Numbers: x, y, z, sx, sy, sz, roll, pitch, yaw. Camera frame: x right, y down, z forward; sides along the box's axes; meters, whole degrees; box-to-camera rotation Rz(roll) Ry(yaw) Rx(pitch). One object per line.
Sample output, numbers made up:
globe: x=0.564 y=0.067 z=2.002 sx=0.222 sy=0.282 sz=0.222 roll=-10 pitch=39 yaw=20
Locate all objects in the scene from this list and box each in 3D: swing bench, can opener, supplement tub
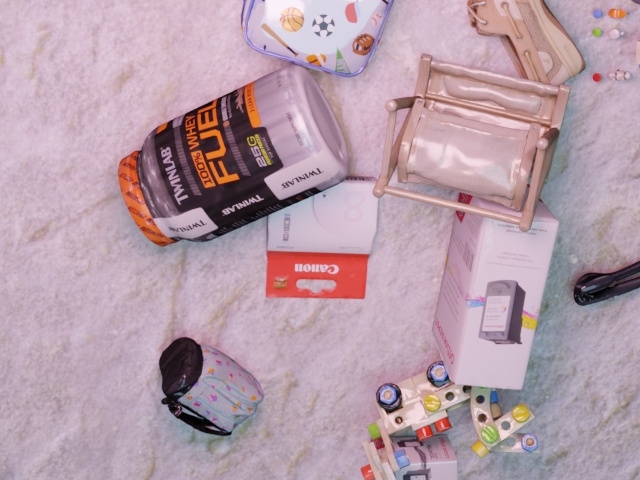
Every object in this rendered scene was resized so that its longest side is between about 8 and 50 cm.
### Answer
swing bench: x=0.244 y=-0.163 z=1.748 sx=0.253 sy=0.255 sz=0.165 roll=15 pitch=121 yaw=13
can opener: x=0.543 y=0.075 z=1.980 sx=0.186 sy=0.073 sz=0.059 roll=-15 pitch=101 yaw=-9
supplement tub: x=-0.140 y=-0.127 z=1.765 sx=0.338 sy=0.207 sz=0.207 roll=-24 pitch=109 yaw=14

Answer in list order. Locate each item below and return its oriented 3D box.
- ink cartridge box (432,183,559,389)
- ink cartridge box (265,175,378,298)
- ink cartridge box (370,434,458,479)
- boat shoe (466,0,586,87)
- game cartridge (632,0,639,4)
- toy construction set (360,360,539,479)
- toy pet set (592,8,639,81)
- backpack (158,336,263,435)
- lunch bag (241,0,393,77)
ink cartridge box: x=0.291 y=0.067 z=1.869 sx=0.131 sy=0.226 sz=0.306 roll=5 pitch=110 yaw=-6
ink cartridge box: x=0.000 y=0.000 z=1.915 sx=0.189 sy=0.066 sz=0.232 roll=2 pitch=104 yaw=-5
ink cartridge box: x=0.174 y=0.413 z=2.036 sx=0.150 sy=0.109 sz=0.063 roll=-3 pitch=107 yaw=-4
boat shoe: x=0.296 y=-0.375 z=1.775 sx=0.110 sy=0.122 sz=0.341 roll=-39 pitch=108 yaw=8
game cartridge: x=0.447 y=-0.446 z=1.723 sx=0.297 sy=0.198 sz=0.062 roll=26 pitch=105 yaw=-12
toy construction set: x=0.211 y=0.333 z=1.959 sx=0.327 sy=0.151 sz=0.215 roll=-19 pitch=70 yaw=-11
toy pet set: x=0.524 y=-0.331 z=1.852 sx=0.114 sy=0.065 sz=0.122 roll=7 pitch=108 yaw=30
backpack: x=-0.192 y=0.262 z=1.943 sx=0.115 sy=0.152 sz=0.182 roll=-40 pitch=119 yaw=19
lunch bag: x=0.002 y=-0.426 z=1.742 sx=0.243 sy=0.115 sz=0.303 roll=16 pitch=107 yaw=-7
